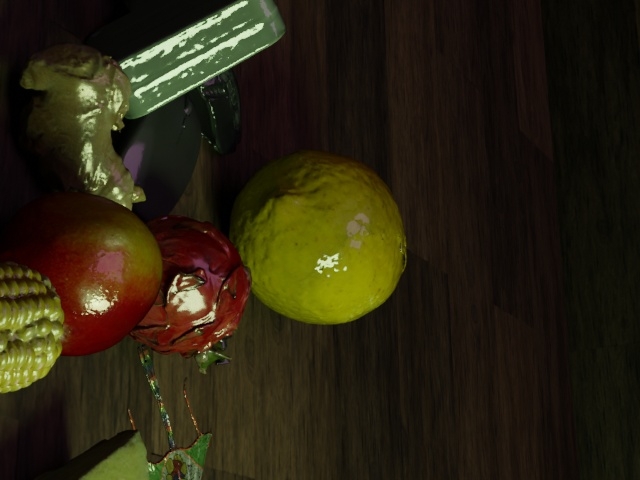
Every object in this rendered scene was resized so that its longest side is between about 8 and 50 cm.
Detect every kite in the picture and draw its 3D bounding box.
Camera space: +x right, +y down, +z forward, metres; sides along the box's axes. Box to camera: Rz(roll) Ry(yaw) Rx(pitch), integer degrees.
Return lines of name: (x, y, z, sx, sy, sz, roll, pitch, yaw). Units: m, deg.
kite: (-0.191, 0.248, 1.732, 0.198, 0.006, 0.244, -23, 100, -63)

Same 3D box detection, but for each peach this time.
peach: (-0.272, 0.036, 1.463, 0.197, 0.197, 0.197, 34, 51, -55)

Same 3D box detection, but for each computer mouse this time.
computer mouse: (-0.152, -0.211, 1.924, 0.192, 0.062, 0.106, 61, 32, -30)
computer mouse: (-0.209, -0.128, 1.783, 0.120, 0.057, 0.232, 59, 33, -36)

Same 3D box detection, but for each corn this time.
corn: (-0.355, 0.079, 1.190, 0.347, 0.130, 0.130, -1, 81, -55)

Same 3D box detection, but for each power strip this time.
power strip: (-0.189, -0.287, 1.716, 0.141, 0.229, 0.261, 63, -3, -27)

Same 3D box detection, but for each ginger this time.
ginger: (-0.283, -0.121, 1.578, 0.074, 0.137, 0.213, -118, -158, -63)

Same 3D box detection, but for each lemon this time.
lemon: (0.000, 0.000, 1.939, 0.310, 0.253, 0.253, 31, 53, -61)

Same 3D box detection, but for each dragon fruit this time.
dragon fruit: (-0.171, 0.056, 1.661, 0.209, 0.172, 0.172, 56, 35, -41)

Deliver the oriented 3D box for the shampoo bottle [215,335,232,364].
shampoo bottle: (-0.143, 0.102, 1.857, 0.048, 0.027, 0.137, -4, 83, -50)

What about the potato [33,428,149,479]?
potato: (-0.292, 0.326, 1.391, 0.255, 0.112, 0.269, 19, 60, -56)
